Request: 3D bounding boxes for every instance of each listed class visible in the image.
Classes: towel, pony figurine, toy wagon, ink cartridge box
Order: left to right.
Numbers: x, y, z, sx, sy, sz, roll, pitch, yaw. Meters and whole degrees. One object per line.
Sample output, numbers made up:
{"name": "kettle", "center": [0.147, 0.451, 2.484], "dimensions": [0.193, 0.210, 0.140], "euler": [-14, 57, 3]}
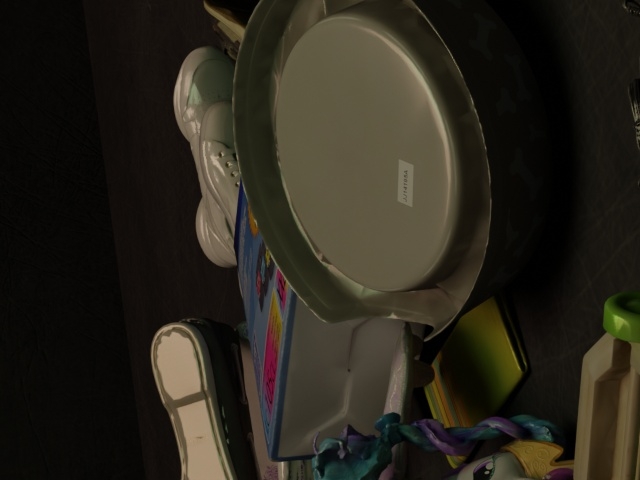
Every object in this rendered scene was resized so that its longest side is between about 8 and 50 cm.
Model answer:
{"name": "ink cartridge box", "center": [0.000, 0.000, 2.039], "dimensions": [0.395, 0.151, 0.270], "euler": [-100, 14, -47]}
{"name": "pony figurine", "center": [0.050, 0.248, 1.709], "dimensions": [0.351, 0.363, 0.302], "euler": [157, 94, -87]}
{"name": "towel", "center": [0.148, 0.130, 1.829], "dimensions": [0.237, 0.021, 0.102], "euler": [113, 142, -59]}
{"name": "toy wagon", "center": [0.262, 0.204, 1.338], "dimensions": [0.344, 0.068, 0.267], "euler": [-127, 34, -62]}

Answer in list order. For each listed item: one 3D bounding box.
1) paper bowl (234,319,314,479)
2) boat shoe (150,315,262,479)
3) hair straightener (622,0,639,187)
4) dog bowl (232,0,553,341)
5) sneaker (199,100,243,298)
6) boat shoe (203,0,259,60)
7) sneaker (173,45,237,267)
{"name": "paper bowl", "center": [-0.012, 0.226, 2.203], "dimensions": [0.284, 0.148, 0.284], "euler": [174, 90, -76]}
{"name": "boat shoe", "center": [-0.108, 0.249, 2.157], "dimensions": [0.112, 0.095, 0.335], "euler": [-14, 84, 38]}
{"name": "hair straightener", "center": [0.237, -0.060, 1.372], "dimensions": [0.089, 0.047, 0.230], "euler": [136, 127, -71]}
{"name": "dog bowl", "center": [0.064, -0.083, 1.697], "dimensions": [0.349, 0.102, 0.348], "euler": [25, 123, 46]}
{"name": "sneaker", "center": [-0.071, -0.053, 2.442], "dimensions": [0.123, 0.106, 0.290], "euler": [-37, 69, 65]}
{"name": "boat shoe", "center": [-0.102, -0.268, 2.494], "dimensions": [0.223, 0.080, 0.073], "euler": [-137, 49, -62]}
{"name": "sneaker", "center": [-0.111, -0.112, 2.571], "dimensions": [0.152, 0.114, 0.305], "euler": [9, 111, 65]}
